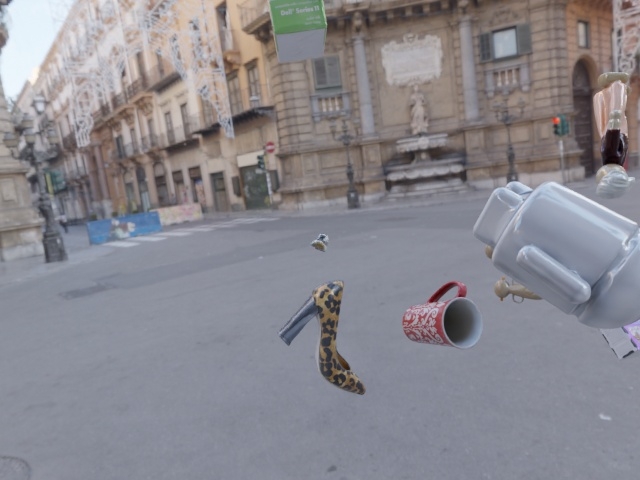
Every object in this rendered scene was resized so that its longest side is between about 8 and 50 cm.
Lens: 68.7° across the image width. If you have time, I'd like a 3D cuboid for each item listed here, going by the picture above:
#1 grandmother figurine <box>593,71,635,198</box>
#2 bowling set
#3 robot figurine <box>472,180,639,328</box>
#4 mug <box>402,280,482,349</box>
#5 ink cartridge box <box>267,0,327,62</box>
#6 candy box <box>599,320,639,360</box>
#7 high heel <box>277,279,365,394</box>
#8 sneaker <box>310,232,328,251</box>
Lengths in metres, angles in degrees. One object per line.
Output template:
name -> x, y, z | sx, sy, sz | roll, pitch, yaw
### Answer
grandmother figurine -> 0.794, -0.269, 1.273 | 0.104, 0.343, 0.207 | -5, -24, 46
bowling set -> 0.549, 0.023, 1.307 | 0.154, 0.288, 0.199 | 2, 1, 28
robot figurine -> 0.470, 0.024, 0.872 | 0.353, 0.200, 0.299 | 38, 40, 27
mug -> 0.289, 0.184, 1.105 | 0.150, 0.113, 0.169 | -44, 9, -26
ink cartridge box -> -0.071, -0.613, 1.052 | 0.119, 0.354, 0.207 | -9, 5, -2
candy box -> 0.853, 0.220, 1.307 | 0.164, 0.196, 0.070 | -3, -37, -22
high heel -> 0.056, 0.221, 1.057 | 0.186, 0.261, 0.093 | -47, 14, 0
sneaker -> 0.000, 0.000, 0.998 | 0.031, 0.037, 0.083 | 18, -6, 6
